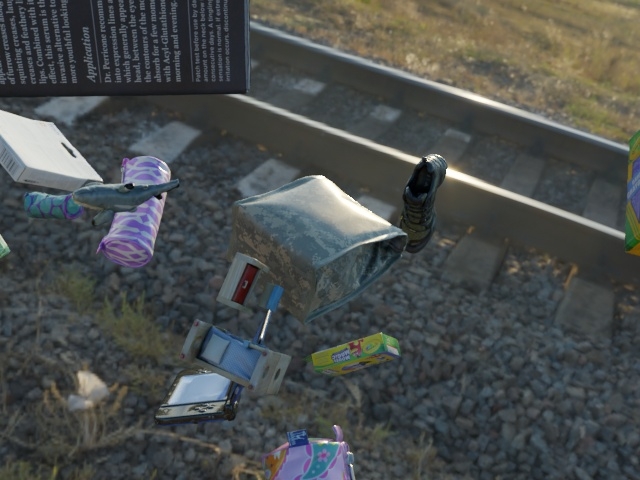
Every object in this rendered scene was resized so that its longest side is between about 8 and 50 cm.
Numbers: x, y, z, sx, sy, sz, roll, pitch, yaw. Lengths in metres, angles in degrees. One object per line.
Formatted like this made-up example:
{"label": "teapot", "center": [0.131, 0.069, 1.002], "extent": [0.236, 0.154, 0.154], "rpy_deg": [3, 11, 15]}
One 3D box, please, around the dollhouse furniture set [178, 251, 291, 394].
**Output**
{"label": "dollhouse furniture set", "center": [-0.106, 0.125, 1.130], "extent": [0.129, 0.183, 0.129], "rpy_deg": [20, -8, 16]}

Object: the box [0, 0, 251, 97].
{"label": "box", "center": [-0.292, -0.322, 0.926], "extent": [0.396, 0.212, 0.293], "rpy_deg": [-2, 29, -7]}

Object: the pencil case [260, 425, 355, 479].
{"label": "pencil case", "center": [0.009, 0.381, 0.907], "extent": [0.124, 0.124, 0.284], "rpy_deg": [-2, 64, -30]}

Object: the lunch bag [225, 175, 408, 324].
{"label": "lunch bag", "center": [0.000, 0.000, 1.425], "extent": [0.235, 0.169, 0.287], "rpy_deg": [37, 42, 30]}

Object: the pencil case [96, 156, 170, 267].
{"label": "pencil case", "center": [-0.312, -0.054, 1.247], "extent": [0.088, 0.086, 0.206], "rpy_deg": [22, 46, -24]}

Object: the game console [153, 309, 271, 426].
{"label": "game console", "center": [-0.230, 0.269, 1.641], "extent": [0.250, 0.173, 0.293], "rpy_deg": [-6, 10, 2]}

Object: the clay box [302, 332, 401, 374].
{"label": "clay box", "center": [0.078, 0.295, 1.853], "extent": [0.127, 0.222, 0.053], "rpy_deg": [31, 42, -61]}

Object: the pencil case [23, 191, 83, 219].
{"label": "pencil case", "center": [-0.640, -0.085, 1.763], "extent": [0.152, 0.064, 0.070], "rpy_deg": [5, 62, 30]}

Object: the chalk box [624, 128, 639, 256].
{"label": "chalk box", "center": [0.440, -0.086, 0.833], "extent": [0.132, 0.132, 0.213], "rpy_deg": [16, 63, -3]}

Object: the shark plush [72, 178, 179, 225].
{"label": "shark plush", "center": [-0.302, -0.067, 1.152], "extent": [0.161, 0.067, 0.073], "rpy_deg": [0, 68, -13]}

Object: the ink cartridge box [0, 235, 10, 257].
{"label": "ink cartridge box", "center": [-0.535, -0.061, 0.983], "extent": [0.171, 0.235, 0.056], "rpy_deg": [-12, 22, 38]}

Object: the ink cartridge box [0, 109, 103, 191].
{"label": "ink cartridge box", "center": [-0.609, -0.192, 1.570], "extent": [0.223, 0.045, 0.224], "rpy_deg": [45, 16, 22]}

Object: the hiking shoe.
{"label": "hiking shoe", "center": [0.208, -0.079, 1.620], "extent": [0.086, 0.226, 0.114], "rpy_deg": [17, 13, 28]}
